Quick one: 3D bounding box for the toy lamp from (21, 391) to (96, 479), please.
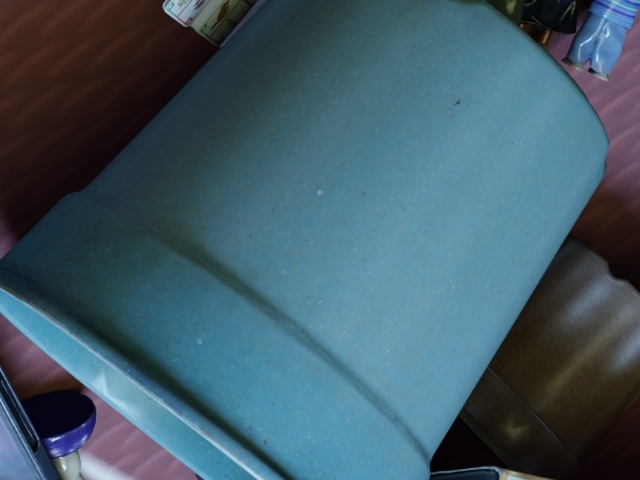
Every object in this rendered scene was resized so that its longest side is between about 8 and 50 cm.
[{"bbox_3d":[-0.184,0.255,1.506,0.080,0.080,0.274,-14,116,-8],"label":"toy lamp"}]

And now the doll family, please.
[{"bbox_3d":[0.166,-0.195,1.409,0.193,0.076,0.111,17,103,-26],"label":"doll family"}]

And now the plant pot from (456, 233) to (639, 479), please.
[{"bbox_3d":[0.176,0.093,1.493,0.165,0.167,0.167,-45,116,-2],"label":"plant pot"}]

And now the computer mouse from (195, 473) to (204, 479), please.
[{"bbox_3d":[0.008,0.210,1.558,0.242,0.041,0.071,20,106,-22],"label":"computer mouse"}]

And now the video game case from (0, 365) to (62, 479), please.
[{"bbox_3d":[-0.317,0.119,1.400,0.196,0.026,0.274,-13,119,19],"label":"video game case"}]

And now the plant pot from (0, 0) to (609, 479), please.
[{"bbox_3d":[0.000,0.000,1.295,0.341,0.341,0.334,42,79,-26],"label":"plant pot"}]

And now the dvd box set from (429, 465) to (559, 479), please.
[{"bbox_3d":[0.221,0.250,1.477,0.420,0.308,0.062,16,72,-27],"label":"dvd box set"}]

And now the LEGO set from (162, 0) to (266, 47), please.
[{"bbox_3d":[-0.015,-0.242,1.313,0.060,0.182,0.244,41,95,16],"label":"LEGO set"}]
